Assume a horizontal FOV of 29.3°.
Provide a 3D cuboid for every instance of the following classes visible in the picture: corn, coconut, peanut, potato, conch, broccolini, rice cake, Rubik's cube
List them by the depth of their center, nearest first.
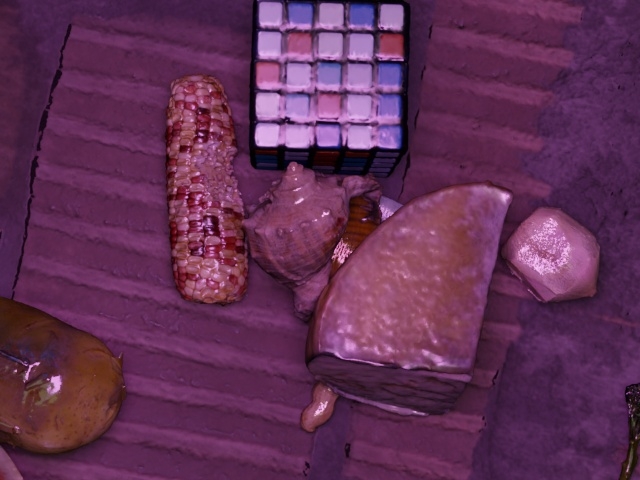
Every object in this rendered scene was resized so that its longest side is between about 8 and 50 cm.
[{"bbox_3d":[-0.353,0.156,1.431,0.248,0.143,0.169,27,51,6],"label":"potato"},{"bbox_3d":[0.008,-0.180,1.451,0.182,0.187,0.184,3,84,-2],"label":"Rubik's cube"},{"bbox_3d":[0.098,0.060,1.452,0.189,0.211,0.264,15,73,2],"label":"potato"},{"bbox_3d":[0.000,0.000,1.455,0.178,0.163,0.245,-16,124,-6],"label":"conch"},{"bbox_3d":[-0.139,-0.064,1.483,0.098,0.098,0.290,-3,85,-3],"label":"corn"},{"bbox_3d":[0.285,0.025,1.489,0.124,0.110,0.110,43,86,8],"label":"coconut"},{"bbox_3d":[0.004,0.197,1.499,0.037,0.037,0.083,28,83,0],"label":"peanut"},{"bbox_3d":[0.380,0.281,1.516,0.044,0.042,0.218,11,92,-3],"label":"broccolini"},{"bbox_3d":[0.099,-0.027,1.523,0.171,0.029,0.033,26,79,-2],"label":"rice cake"}]

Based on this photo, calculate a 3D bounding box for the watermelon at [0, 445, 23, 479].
[{"bbox_3d":[-0.476,0.304,1.412,0.260,0.176,0.256,20,82,-24],"label":"watermelon"}]
